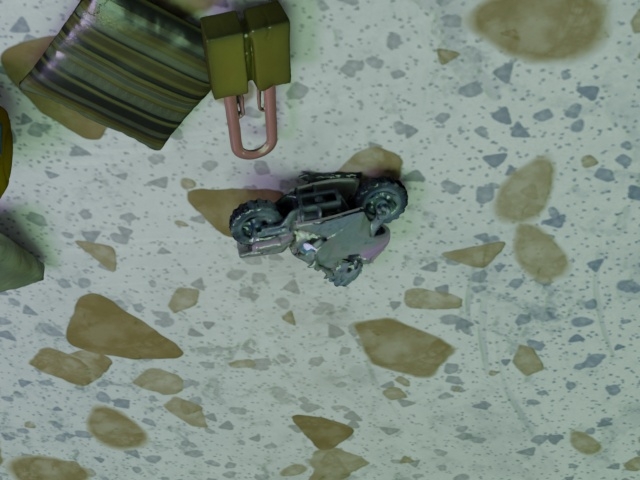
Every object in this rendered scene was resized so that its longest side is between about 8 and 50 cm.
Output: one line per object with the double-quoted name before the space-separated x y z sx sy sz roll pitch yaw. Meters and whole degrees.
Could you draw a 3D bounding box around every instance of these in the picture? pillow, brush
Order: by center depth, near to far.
"brush" -0.089 -0.187 1.632 0.103 0.047 0.233 -15 142 -11
"pillow" -0.237 -0.216 1.634 0.208 0.052 0.212 24 130 -28
"pillow" -0.492 0.039 1.904 0.134 0.077 0.181 -15 161 10

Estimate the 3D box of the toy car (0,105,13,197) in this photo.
"toy car" -0.499 -0.102 1.709 0.248 0.200 0.142 -6 165 25

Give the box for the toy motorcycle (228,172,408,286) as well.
"toy motorcycle" 0.001 0.005 1.815 0.239 0.108 0.204 2 139 5
